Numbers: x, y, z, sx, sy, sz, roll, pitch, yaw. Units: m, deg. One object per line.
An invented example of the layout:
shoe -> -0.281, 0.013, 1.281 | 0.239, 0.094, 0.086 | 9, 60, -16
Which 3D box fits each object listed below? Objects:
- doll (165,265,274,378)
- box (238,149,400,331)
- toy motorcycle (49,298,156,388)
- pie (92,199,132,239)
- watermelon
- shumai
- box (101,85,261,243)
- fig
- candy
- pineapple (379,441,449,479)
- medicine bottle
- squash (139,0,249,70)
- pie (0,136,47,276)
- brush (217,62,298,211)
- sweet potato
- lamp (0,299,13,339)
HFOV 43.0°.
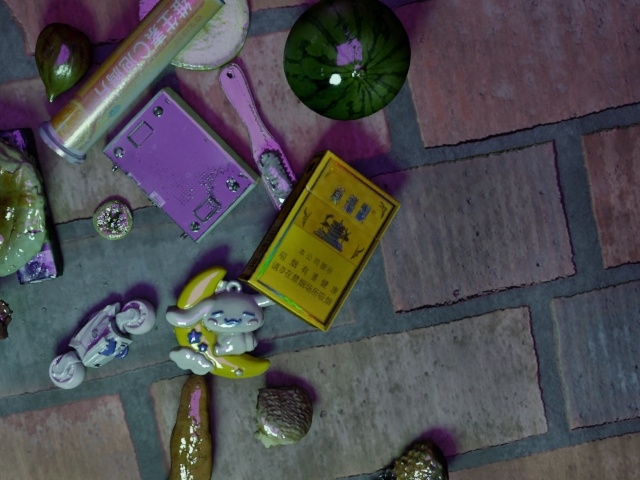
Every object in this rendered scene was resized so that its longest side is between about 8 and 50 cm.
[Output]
doll -> -0.190, 0.165, 1.647 | 0.252, 0.111, 0.238 | 5, 95, -2
box -> 0.000, 0.000, 1.595 | 0.192, 0.084, 0.302 | 35, 79, -20
toy motorcycle -> -0.449, 0.200, 1.657 | 0.254, 0.112, 0.112 | -37, 98, 2
pie -> -0.421, -0.042, 1.654 | 0.084, 0.021, 0.084 | 0, 98, -2
watermelon -> 0.050, -0.342, 1.525 | 0.242, 0.242, 0.243 | 0, 98, -3
shumai -> -0.092, 0.373, 1.688 | 0.145, 0.146, 0.116 | 34, 132, -7
box -> -0.281, -0.147, 1.631 | 0.211, 0.045, 0.270 | -43, 97, 5
fig -> -0.505, -0.340, 1.574 | 0.109, 0.103, 0.155 | 40, 108, 29
candy -> -0.590, -0.069, 1.622 | 0.088, 0.061, 0.313 | -11, 98, 1
pineapple -> 0.176, 0.508, 1.724 | 0.197, 0.108, 0.108 | -32, 98, 13
medicine bottle -> -0.361, -0.332, 1.546 | 0.108, 0.108, 0.426 | 44, 101, -7
squash -> -0.245, -0.444, 1.598 | 0.219, 0.041, 0.219 | 0, 98, -3
pie -> -0.649, -0.067, 1.569 | 0.306, 0.071, 0.307 | 4, 101, 19
brush -> -0.121, -0.201, 1.628 | 0.069, 0.065, 0.328 | -25, 97, 3
sweet potato -> -0.269, 0.450, 1.690 | 0.106, 0.095, 0.355 | 21, 105, 20
lamp -> -0.720, 0.124, 1.586 | 0.223, 0.215, 0.151 | 17, 63, -23
